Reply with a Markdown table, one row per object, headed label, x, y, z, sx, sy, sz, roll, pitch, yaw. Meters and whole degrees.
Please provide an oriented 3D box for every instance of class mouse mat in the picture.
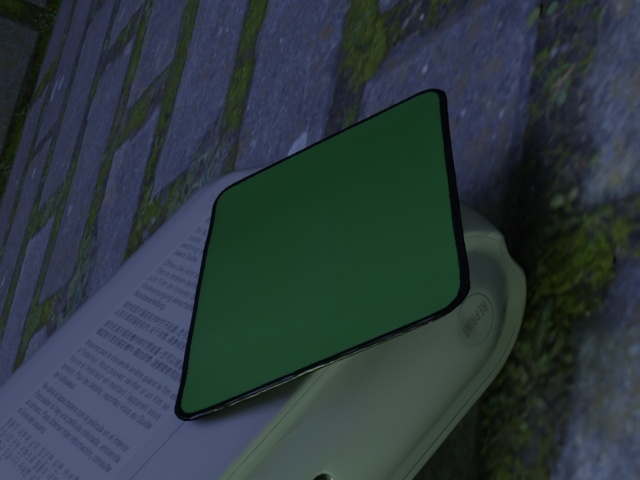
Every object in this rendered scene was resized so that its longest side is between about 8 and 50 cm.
| label | x | y | z | sx | sy | sz | roll | pitch | yaw |
| --- | --- | --- | --- | --- | --- | --- | --- | --- | --- |
| mouse mat | 0.000 | 0.000 | 0.555 | 0.153 | 0.007 | 0.189 | -25 | 33 | 19 |

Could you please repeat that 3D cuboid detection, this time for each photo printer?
| label | x | y | z | sx | sy | sz | roll | pitch | yaw |
| --- | --- | --- | --- | --- | --- | --- | --- | --- | --- |
| photo printer | -0.051 | 0.078 | 0.612 | 0.307 | 0.107 | 0.256 | -47 | 31 | -18 |
